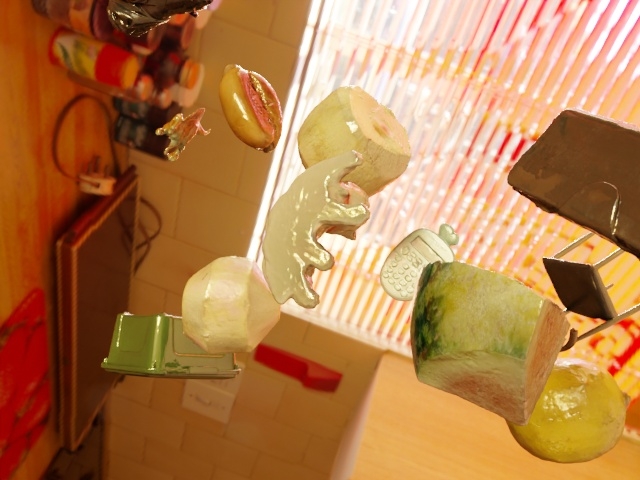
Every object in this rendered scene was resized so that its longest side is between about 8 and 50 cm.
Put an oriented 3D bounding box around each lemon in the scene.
[{"bbox_3d":[0.582,0.408,1.530,0.260,0.284,0.260,179,-90,-85],"label":"lemon"}]

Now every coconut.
[{"bbox_3d":[0.075,-0.247,1.723,0.255,0.297,0.297,-37,-161,36],"label":"coconut"},{"bbox_3d":[-0.204,0.152,1.476,0.197,0.237,0.236,-107,-144,-79],"label":"coconut"}]

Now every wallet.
[{"bbox_3d":[0.395,-0.079,0.829,0.165,0.042,0.309,-47,-141,-1],"label":"wallet"}]

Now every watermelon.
[{"bbox_3d":[0.240,0.118,0.894,0.193,0.232,0.310,-53,-163,-26],"label":"watermelon"}]

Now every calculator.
[{"bbox_3d":[0.317,0.067,2.012,0.295,0.184,0.042,-43,159,2],"label":"calculator"}]

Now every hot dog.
[{"bbox_3d":[-0.098,-0.181,0.852,0.060,0.140,0.090,-26,174,35],"label":"hot dog"}]

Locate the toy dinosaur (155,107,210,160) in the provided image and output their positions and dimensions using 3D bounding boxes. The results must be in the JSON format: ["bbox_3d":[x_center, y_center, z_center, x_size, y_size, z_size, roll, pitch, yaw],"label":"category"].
[{"bbox_3d":[-0.283,-0.246,1.347,0.142,0.057,0.212,-47,-174,42],"label":"toy dinosaur"}]

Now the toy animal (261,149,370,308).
[{"bbox_3d":[0.000,0.000,1.385,0.188,0.266,0.307,54,23,-73],"label":"toy animal"}]

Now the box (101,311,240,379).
[{"bbox_3d":[-0.402,0.291,1.757,0.329,0.253,0.177,18,70,-51],"label":"box"}]

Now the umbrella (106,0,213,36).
[{"bbox_3d":[-0.289,-0.498,1.297,0.118,0.340,0.118,-3,90,-66],"label":"umbrella"}]

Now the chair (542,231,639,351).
[{"bbox_3d":[0.591,0.112,1.433,0.272,0.166,0.188,-31,-168,-13],"label":"chair"}]
